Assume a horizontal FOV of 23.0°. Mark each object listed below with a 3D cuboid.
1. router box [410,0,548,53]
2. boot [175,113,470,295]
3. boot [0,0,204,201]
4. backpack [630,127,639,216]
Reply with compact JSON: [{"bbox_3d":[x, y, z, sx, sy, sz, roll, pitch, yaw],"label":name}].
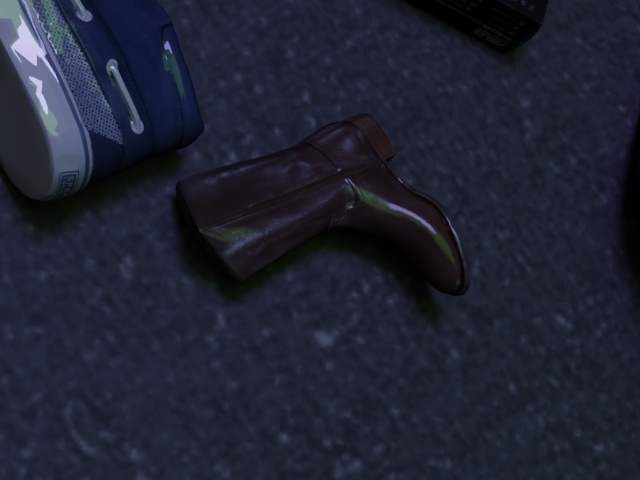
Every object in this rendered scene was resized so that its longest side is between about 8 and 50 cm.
[{"bbox_3d":[0.066,-0.166,0.813,0.122,0.038,0.092,27,62,-15],"label":"router box"},{"bbox_3d":[0.000,0.000,0.718,0.114,0.037,0.106,-24,69,-34],"label":"boot"},{"bbox_3d":[-0.125,-0.114,0.693,0.086,0.069,0.190,-23,90,-38],"label":"boot"},{"bbox_3d":[0.367,0.027,0.757,0.356,0.290,0.273,29,55,-24],"label":"backpack"}]
